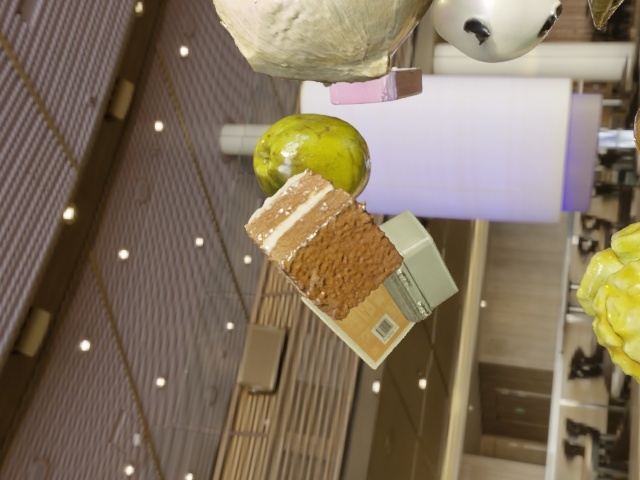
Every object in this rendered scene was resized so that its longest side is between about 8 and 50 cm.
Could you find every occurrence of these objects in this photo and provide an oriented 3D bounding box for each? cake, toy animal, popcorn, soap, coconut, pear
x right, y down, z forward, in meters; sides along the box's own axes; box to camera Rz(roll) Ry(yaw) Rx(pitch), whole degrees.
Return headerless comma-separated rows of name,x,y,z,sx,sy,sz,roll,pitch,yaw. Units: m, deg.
cake,0.000,0.000,0.951,0.135,0.134,0.147,50,179,-34
toy animal,0.322,-0.489,1.439,0.251,0.251,0.309,50,-158,-65
popcorn,0.498,0.090,0.990,0.247,0.282,0.282,-52,-13,13
soap,0.148,-0.401,1.970,0.259,0.181,0.081,-36,-58,-65
coconut,0.014,-0.428,1.235,0.404,0.405,0.404,5,-90,-72
pear,-0.013,-0.181,1.831,0.321,0.269,0.268,6,-92,-43

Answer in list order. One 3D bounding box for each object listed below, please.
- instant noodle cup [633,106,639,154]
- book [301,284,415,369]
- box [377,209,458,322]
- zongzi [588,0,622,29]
instant noodle cup,0.875,-0.258,1.952,0.274,0.091,0.273,20,-121,-36
book,0.094,0.151,1.718,0.170,0.241,0.018,-47,14,-13
box,0.181,0.053,1.552,0.210,0.129,0.148,56,-178,-41
zongzi,0.593,-0.631,1.635,0.288,0.134,0.285,94,152,-70
